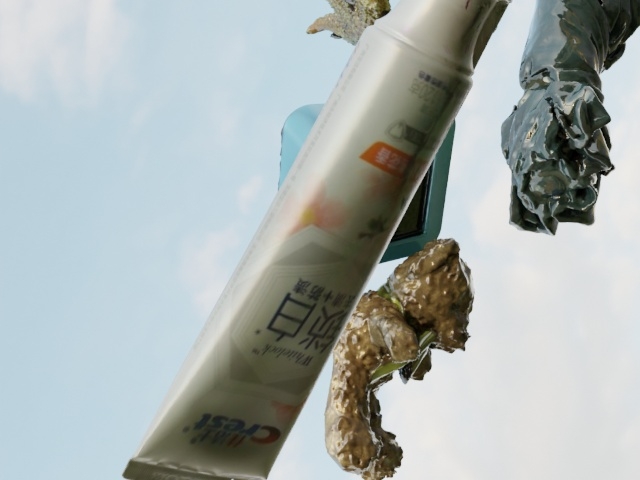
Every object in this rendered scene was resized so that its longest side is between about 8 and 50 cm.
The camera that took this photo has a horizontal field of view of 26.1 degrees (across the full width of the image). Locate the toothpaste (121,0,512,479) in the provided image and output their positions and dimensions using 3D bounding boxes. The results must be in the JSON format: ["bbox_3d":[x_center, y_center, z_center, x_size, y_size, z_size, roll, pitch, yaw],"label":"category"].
[{"bbox_3d":[0.000,0.000,0.750,0.100,0.066,0.323,18,-76,-43],"label":"toothpaste"}]

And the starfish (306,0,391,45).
[{"bbox_3d":[0.060,-0.234,1.401,0.176,0.208,0.053,79,-147,-59],"label":"starfish"}]

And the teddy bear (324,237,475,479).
[{"bbox_3d":[0.118,0.167,1.891,0.246,0.222,0.296,44,-145,-70],"label":"teddy bear"}]

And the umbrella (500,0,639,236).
[{"bbox_3d":[0.210,-0.167,1.119,0.143,0.094,0.349,111,173,-52],"label":"umbrella"}]

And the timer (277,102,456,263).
[{"bbox_3d":[0.071,-0.072,1.889,0.250,0.091,0.232,-8,-61,-22],"label":"timer"}]
